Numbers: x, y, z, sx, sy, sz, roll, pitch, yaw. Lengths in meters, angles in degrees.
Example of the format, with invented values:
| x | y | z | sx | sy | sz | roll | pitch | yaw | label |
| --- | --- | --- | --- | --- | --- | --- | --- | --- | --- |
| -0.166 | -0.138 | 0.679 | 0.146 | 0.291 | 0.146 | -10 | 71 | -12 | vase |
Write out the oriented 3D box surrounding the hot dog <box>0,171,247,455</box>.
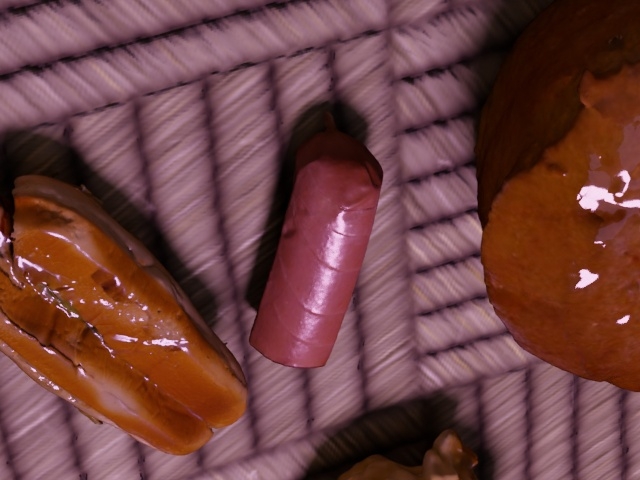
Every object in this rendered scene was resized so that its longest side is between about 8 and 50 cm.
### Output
| x | y | z | sx | sy | sz | roll | pitch | yaw | label |
| --- | --- | --- | --- | --- | --- | --- | --- | --- | --- |
| -0.136 | 0.051 | 1.199 | 0.109 | 0.072 | 0.269 | -35 | 132 | 8 | hot dog |

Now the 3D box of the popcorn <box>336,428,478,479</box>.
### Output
| x | y | z | sx | sy | sz | roll | pitch | yaw | label |
| --- | --- | --- | --- | --- | --- | --- | --- | --- | --- |
| 0.069 | 0.229 | 1.402 | 0.170 | 0.180 | 0.180 | -20 | 141 | 31 | popcorn |

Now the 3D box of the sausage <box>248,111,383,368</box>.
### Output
| x | y | z | sx | sy | sz | roll | pitch | yaw | label |
| --- | --- | --- | --- | --- | --- | --- | --- | --- | --- |
| 0.001 | 0.000 | 1.230 | 0.065 | 0.065 | 0.169 | -1 | 128 | -24 | sausage |

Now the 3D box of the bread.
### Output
| x | y | z | sx | sy | sz | roll | pitch | yaw | label |
| --- | --- | --- | --- | --- | --- | --- | --- | --- | --- |
| 0.239 | -0.039 | 1.239 | 0.312 | 0.172 | 0.312 | -10 | 129 | -12 | bread |
